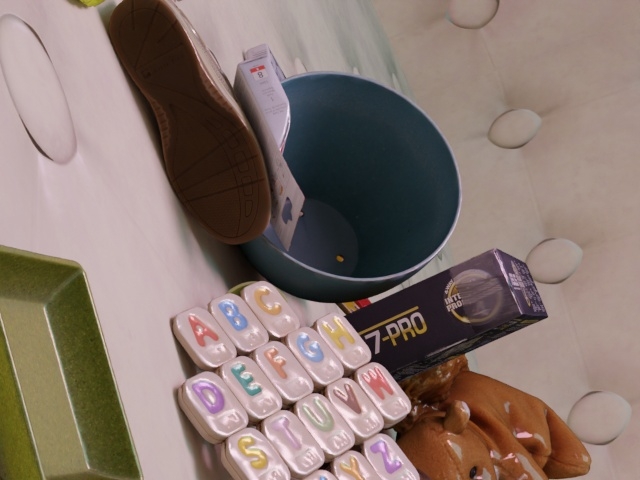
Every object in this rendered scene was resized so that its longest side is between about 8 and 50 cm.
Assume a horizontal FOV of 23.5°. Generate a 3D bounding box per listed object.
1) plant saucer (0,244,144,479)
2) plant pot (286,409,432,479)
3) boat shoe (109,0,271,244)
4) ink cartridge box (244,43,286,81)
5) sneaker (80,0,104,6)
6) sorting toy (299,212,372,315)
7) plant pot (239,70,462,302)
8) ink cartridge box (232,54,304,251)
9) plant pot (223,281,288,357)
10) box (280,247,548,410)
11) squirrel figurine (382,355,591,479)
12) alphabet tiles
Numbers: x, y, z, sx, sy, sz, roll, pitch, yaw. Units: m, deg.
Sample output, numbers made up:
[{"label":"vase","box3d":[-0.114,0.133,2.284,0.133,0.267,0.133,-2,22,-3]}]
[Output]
[{"label":"plant saucer","box3d":[-0.203,0.103,1.124,0.188,0.045,0.188,22,50,-75]},{"label":"plant pot","box3d":[0.022,0.267,1.687,0.165,0.167,0.167,55,18,-34]},{"label":"boat shoe","box3d":[-0.136,-0.142,1.725,0.302,0.109,0.098,63,14,-13]},{"label":"ink cartridge box","box3d":[-0.049,-0.157,2.336,0.208,0.045,0.206,59,16,-52]},{"label":"sneaker","box3d":[-0.233,-0.343,1.651,0.123,0.109,0.295,42,23,-18]},{"label":"sorting toy","box3d":[0.000,0.000,2.098,0.274,0.046,0.132,53,17,25]},{"label":"plant pot","box3d":[0.007,-0.036,1.919,0.195,0.290,0.290,119,-38,-57]},{"label":"ink cartridge box","box3d":[-0.049,-0.098,1.733,0.179,0.045,0.145,61,-20,19]},{"label":"plant pot","box3d":[-0.070,0.100,1.726,0.079,0.083,0.083,76,1,-60]},{"label":"box","box3d":[0.114,0.120,1.938,0.395,0.318,0.097,12,56,-76]},{"label":"squirrel figurine","box3d":[0.167,0.281,2.253,0.397,0.281,0.370,60,18,17]},{"label":"alphabet tiles","box3d":[-0.020,0.164,1.576,0.278,0.021,0.284,52,35,13]}]
